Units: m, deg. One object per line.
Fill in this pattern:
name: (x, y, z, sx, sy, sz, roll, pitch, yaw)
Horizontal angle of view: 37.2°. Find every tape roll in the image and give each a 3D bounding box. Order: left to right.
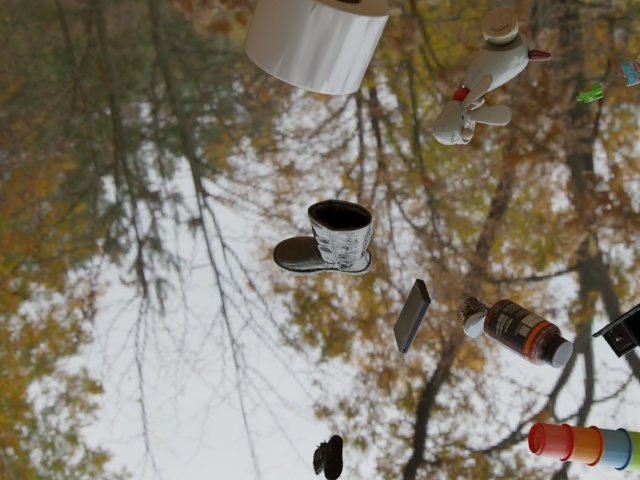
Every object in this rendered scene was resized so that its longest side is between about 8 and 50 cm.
tape roll: (-0.009, -0.412, 1.830, 0.246, 0.169, 0.246, 18, -150, -11)

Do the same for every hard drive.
hard drive: (0.194, 0.160, 2.016, 0.022, 0.135, 0.094, 16, -155, -13)

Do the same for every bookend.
bookend: (0.730, 0.232, 2.153, 0.072, 0.156, 0.157, -22, 163, -42)

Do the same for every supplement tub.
supplement tub: (0.474, 0.218, 2.164, 0.106, 0.106, 0.198, -21, -145, -33)

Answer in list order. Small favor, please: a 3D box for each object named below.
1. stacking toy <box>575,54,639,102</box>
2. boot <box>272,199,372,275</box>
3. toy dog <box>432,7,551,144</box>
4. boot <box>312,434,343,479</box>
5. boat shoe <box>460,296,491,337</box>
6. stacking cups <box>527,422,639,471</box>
stacking toy: (0.590, -0.316, 1.718, 0.167, 0.052, 0.221, -22, -177, -25)
boot: (-0.001, -0.002, 1.560, 0.190, 0.076, 0.208, -1, 165, 8)
toy dog: (0.401, -0.352, 2.156, 0.161, 0.333, 0.220, 25, -172, 30)
boot: (0.013, 0.512, 2.184, 0.045, 0.099, 0.121, 23, -132, -17)
boat shoe: (0.365, 0.182, 2.288, 0.083, 0.065, 0.183, 34, -163, 26)
stacking cups: (0.560, 0.413, 1.859, 0.316, 0.096, 0.096, 7, -168, -14)
